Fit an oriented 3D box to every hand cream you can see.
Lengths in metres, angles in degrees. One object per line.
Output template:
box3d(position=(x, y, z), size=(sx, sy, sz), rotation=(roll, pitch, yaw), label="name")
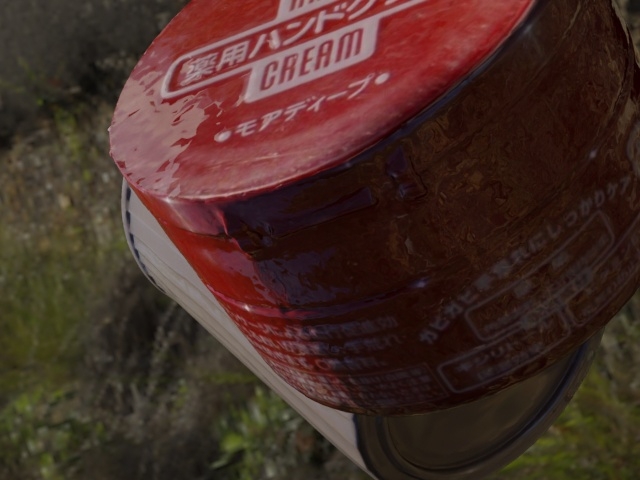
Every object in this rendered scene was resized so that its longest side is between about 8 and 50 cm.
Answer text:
box3d(position=(0.030, -0.039, 0.527), size=(0.193, 0.193, 0.125), rotation=(30, 157, 53), label="hand cream")

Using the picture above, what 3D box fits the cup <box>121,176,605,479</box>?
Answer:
box3d(position=(0.015, -0.011, 0.877), size=(0.273, 0.208, 0.288), rotation=(38, 160, 44), label="cup")
